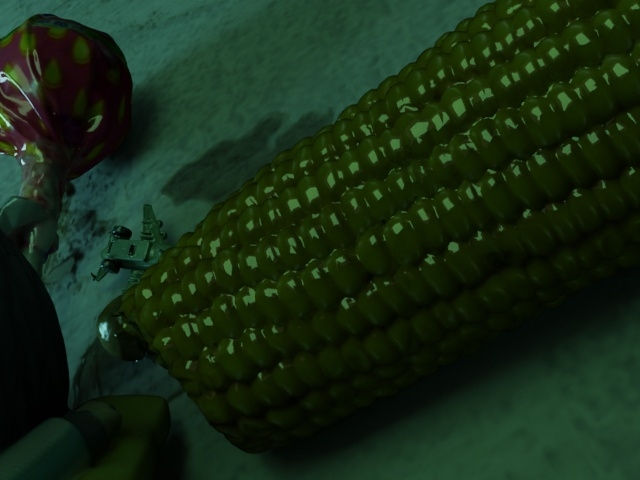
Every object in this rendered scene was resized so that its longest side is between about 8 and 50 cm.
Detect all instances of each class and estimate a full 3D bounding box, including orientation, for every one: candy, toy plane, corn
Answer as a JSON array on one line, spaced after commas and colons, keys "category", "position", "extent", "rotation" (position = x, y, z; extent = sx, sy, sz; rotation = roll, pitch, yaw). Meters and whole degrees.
[{"category": "candy", "position": [-0.199, -0.005, 0.744], "extent": [0.124, 0.124, 0.365], "rotation": [-18, 55, 26]}, {"category": "toy plane", "position": [-0.119, 0.010, 0.699], "extent": [0.083, 0.033, 0.080], "rotation": [-1, 65, 38]}, {"category": "corn", "position": [0.075, -0.024, 0.496], "extent": [0.387, 0.144, 0.144], "rotation": [-36, 40, 12]}]

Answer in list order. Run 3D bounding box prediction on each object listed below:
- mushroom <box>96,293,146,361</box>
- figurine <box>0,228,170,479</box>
[{"category": "mushroom", "position": [-0.001, -0.001, 0.616], "extent": [0.306, 0.043, 0.068], "rotation": [-28, 66, 14]}, {"category": "figurine", "position": [-0.272, 0.048, 0.457], "extent": [0.266, 0.378, 0.361], "rotation": [-39, 9, -6]}]
